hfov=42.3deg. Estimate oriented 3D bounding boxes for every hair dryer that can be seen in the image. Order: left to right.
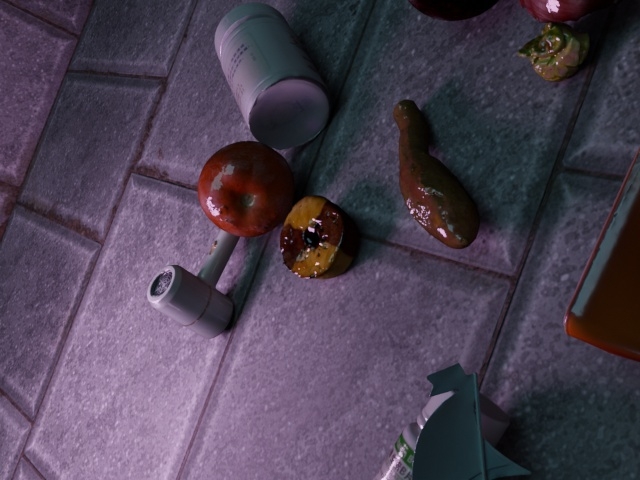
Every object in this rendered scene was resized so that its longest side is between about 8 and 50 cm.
[{"bbox_3d":[-0.235,0.024,1.847,0.107,0.173,0.357,3,62,47],"label":"hair dryer"}]

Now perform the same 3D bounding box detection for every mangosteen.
[{"bbox_3d":[0.235,-0.517,1.513,0.228,0.228,0.265,-61,25,7],"label":"mangosteen"}]

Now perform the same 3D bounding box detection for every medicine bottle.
[{"bbox_3d":[-0.114,-0.375,1.852,0.190,0.190,0.332,-47,44,23],"label":"medicine bottle"},{"bbox_3d":[0.173,0.334,1.236,0.237,0.139,0.139,-60,40,10],"label":"medicine bottle"}]

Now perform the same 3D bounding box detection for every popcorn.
[{"bbox_3d":[0.384,-0.309,1.349,0.109,0.089,0.097,23,101,47],"label":"popcorn"}]

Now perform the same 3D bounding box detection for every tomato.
[{"bbox_3d":[-0.157,-0.111,1.770,0.208,0.208,0.184,-56,17,14],"label":"tomato"}]

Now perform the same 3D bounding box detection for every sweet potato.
[{"bbox_3d":[0.189,-0.110,1.464,0.109,0.109,0.385,-46,37,23],"label":"sweet potato"}]

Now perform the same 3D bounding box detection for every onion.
[{"bbox_3d":[0.403,-0.467,1.330,0.227,0.120,0.283,-35,30,1],"label":"onion"}]

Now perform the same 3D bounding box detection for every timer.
[{"bbox_3d":[0.419,0.026,1.015,0.161,0.250,0.257,25,92,50],"label":"timer"}]

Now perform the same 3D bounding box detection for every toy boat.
[{"bbox_3d":[0.196,0.314,1.135,0.067,0.220,0.291,-107,10,-80],"label":"toy boat"}]

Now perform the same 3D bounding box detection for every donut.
[{"bbox_3d":[0.000,0.000,1.639,0.184,0.073,0.166,19,86,50],"label":"donut"}]
